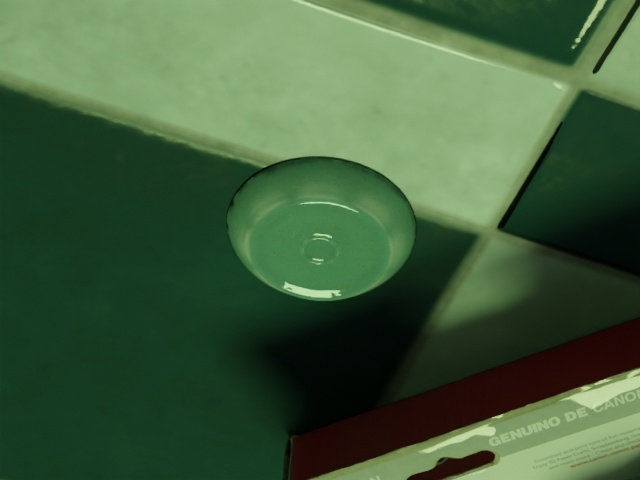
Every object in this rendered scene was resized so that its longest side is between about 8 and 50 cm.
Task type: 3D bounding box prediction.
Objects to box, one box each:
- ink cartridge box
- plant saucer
[{"bbox_3d":[0.137,0.169,1.278,0.309,0.130,0.272,-21,127,22],"label":"ink cartridge box"},{"bbox_3d":[0.000,0.000,1.200,0.119,0.021,0.119,2,134,2],"label":"plant saucer"}]
